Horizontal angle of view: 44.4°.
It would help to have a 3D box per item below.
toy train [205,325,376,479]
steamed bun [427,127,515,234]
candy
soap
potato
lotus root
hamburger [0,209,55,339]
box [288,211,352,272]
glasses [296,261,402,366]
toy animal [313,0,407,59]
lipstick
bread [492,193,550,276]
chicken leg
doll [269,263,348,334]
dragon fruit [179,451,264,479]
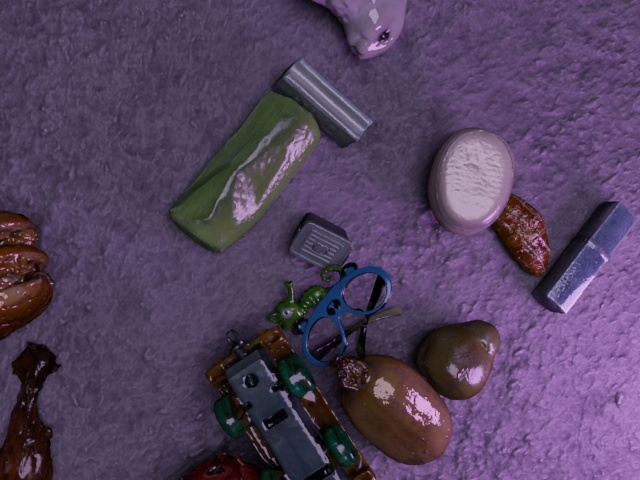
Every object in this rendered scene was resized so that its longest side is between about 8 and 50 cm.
[{"bbox_3d":[-0.051,0.350,1.506,0.178,0.249,0.429,-34,85,3],"label":"toy train"},{"bbox_3d":[0.315,-0.123,1.670,0.177,0.131,0.228,12,87,-5],"label":"steamed bun"},{"bbox_3d":[-0.143,-0.135,1.550,0.343,0.132,0.142,-51,144,-9],"label":"candy"},{"bbox_3d":[0.001,-0.277,1.592,0.198,0.114,0.063,40,79,-11],"label":"soap"},{"bbox_3d":[0.298,0.241,1.654,0.194,0.157,0.157,-37,99,-21],"label":"potato"},{"bbox_3d":[0.143,0.330,1.572,0.169,0.151,0.342,-45,123,-2],"label":"lotus root"},{"bbox_3d":[-0.592,0.070,1.368,0.260,0.245,0.211,-29,80,25],"label":"hamburger"},{"bbox_3d":[0.000,0.000,1.599,0.122,0.069,0.084,27,114,-14],"label":"box"},{"bbox_3d":[0.089,0.168,1.584,0.207,0.102,0.239,28,105,-37],"label":"glasses"},{"bbox_3d":[0.049,-0.551,1.591,0.357,0.194,0.258,45,53,-27],"label":"toy animal"},{"bbox_3d":[0.598,0.038,1.777,0.077,0.076,0.289,43,78,-13],"label":"lipstick"},{"bbox_3d":[0.452,-0.020,1.739,0.105,0.076,0.233,-34,100,-12],"label":"bread"},{"bbox_3d":[-0.545,0.340,1.447,0.113,0.093,0.304,3,84,-5],"label":"chicken leg"},{"bbox_3d":[-0.020,0.116,1.595,0.190,0.050,0.115,-31,119,2],"label":"doll"},{"bbox_3d":[-0.175,0.534,1.472,0.241,0.241,0.252,-34,96,-14],"label":"dragon fruit"}]
